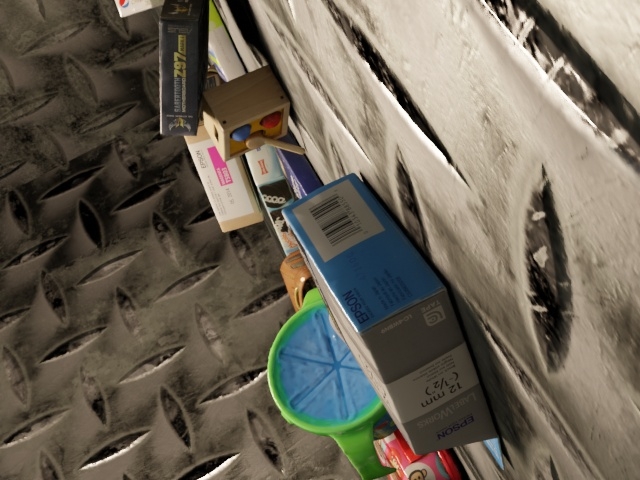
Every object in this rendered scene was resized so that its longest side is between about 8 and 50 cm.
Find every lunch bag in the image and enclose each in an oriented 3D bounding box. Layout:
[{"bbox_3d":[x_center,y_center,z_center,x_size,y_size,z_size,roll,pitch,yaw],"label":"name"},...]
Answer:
[{"bbox_3d":[0.165,0.390,1.907,0.293,0.120,0.258,57,173,46],"label":"lunch bag"}]

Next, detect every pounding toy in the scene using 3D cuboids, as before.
[{"bbox_3d":[-0.098,-0.177,1.542,0.100,0.130,0.141,61,166,16],"label":"pounding toy"}]

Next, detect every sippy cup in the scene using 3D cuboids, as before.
[{"bbox_3d":[0.056,0.241,1.736,0.240,0.305,0.224,13,162,26],"label":"sippy cup"}]

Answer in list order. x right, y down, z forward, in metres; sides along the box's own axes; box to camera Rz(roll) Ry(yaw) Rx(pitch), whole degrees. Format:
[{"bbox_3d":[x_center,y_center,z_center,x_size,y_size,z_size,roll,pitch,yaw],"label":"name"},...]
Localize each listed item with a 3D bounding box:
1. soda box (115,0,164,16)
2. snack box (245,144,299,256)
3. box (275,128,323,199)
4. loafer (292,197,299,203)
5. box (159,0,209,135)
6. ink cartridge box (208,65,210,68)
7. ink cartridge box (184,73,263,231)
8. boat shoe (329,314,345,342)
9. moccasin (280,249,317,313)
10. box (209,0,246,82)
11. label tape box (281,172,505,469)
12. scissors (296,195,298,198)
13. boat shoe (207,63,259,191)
[{"bbox_3d":[-0.333,-0.490,1.978,0.216,0.069,0.074,-62,-44,-69],"label":"soda box"},{"bbox_3d":[-0.089,-0.107,1.970,0.322,0.060,0.187,70,180,-60],"label":"snack box"},{"bbox_3d":[-0.028,-0.099,1.694,0.225,0.036,0.136,61,175,23],"label":"box"},{"bbox_3d":[0.000,0.000,1.813,0.170,0.062,0.061,62,180,7],"label":"loafer"},{"bbox_3d":[-0.200,-0.288,1.512,0.232,0.059,0.183,-91,4,-55],"label":"box"},{"bbox_3d":[-0.293,-0.324,2.657,0.201,0.117,0.278,62,175,1],"label":"ink cartridge box"},{"bbox_3d":[-0.188,-0.165,1.916,0.193,0.088,0.234,-105,-2,-56],"label":"ink cartridge box"},{"bbox_3d":[0.063,0.074,1.439,0.095,0.084,0.258,30,152,27],"label":"boat shoe"},{"bbox_3d":[0.041,0.188,2.025,0.147,0.139,0.380,-115,4,-59],"label":"moccasin"},{"bbox_3d":[-0.185,-0.356,1.837,0.178,0.042,0.109,65,174,-25],"label":"box"},{"bbox_3d":[0.093,0.124,1.247,0.249,0.115,0.347,56,171,49],"label":"label tape box"},{"bbox_3d":[0.028,0.038,1.942,0.297,0.021,0.109,61,173,25],"label":"scissors"},{"bbox_3d":[-0.190,-0.211,2.114,0.111,0.104,0.307,7,135,42],"label":"boat shoe"}]
